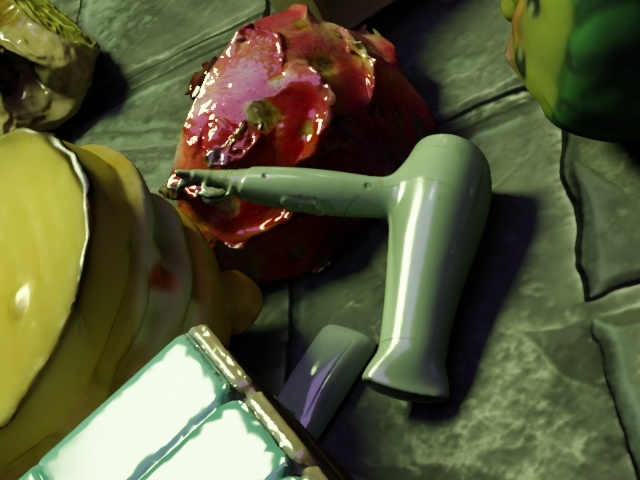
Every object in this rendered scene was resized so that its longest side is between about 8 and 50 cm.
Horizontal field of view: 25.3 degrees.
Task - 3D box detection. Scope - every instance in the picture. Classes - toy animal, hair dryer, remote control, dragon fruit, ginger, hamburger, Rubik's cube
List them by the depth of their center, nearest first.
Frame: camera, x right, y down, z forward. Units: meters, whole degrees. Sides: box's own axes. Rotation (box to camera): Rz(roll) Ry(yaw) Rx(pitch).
[{"bbox_3d":[-0.055,0.233,0.848,0.231,0.221,0.224,-42,42,-3],"label":"Rubik's cube"},{"bbox_3d":[-0.025,0.139,1.054,0.050,0.027,0.184,15,65,43],"label":"remote control"},{"bbox_3d":[0.000,0.000,1.057,0.237,0.075,0.206,15,63,1],"label":"hair dryer"},{"bbox_3d":[-0.188,0.074,1.071,0.276,0.237,0.276,-17,61,33],"label":"hamburger"},{"bbox_3d":[0.225,-0.224,1.078,0.191,0.216,0.338,-5,49,-3],"label":"toy animal"},{"bbox_3d":[-0.019,-0.084,1.147,0.126,0.161,0.274,20,65,46],"label":"dragon fruit"},{"bbox_3d":[-0.347,-0.175,1.488,0.221,0.130,0.276,-42,42,12],"label":"ginger"}]

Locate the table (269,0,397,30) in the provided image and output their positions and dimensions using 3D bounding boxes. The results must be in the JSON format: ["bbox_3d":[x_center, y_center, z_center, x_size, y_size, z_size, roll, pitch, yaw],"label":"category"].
[{"bbox_3d":[0.057,-0.288,1.292,0.226,0.167,0.167,-34,41,-8],"label":"table"}]
